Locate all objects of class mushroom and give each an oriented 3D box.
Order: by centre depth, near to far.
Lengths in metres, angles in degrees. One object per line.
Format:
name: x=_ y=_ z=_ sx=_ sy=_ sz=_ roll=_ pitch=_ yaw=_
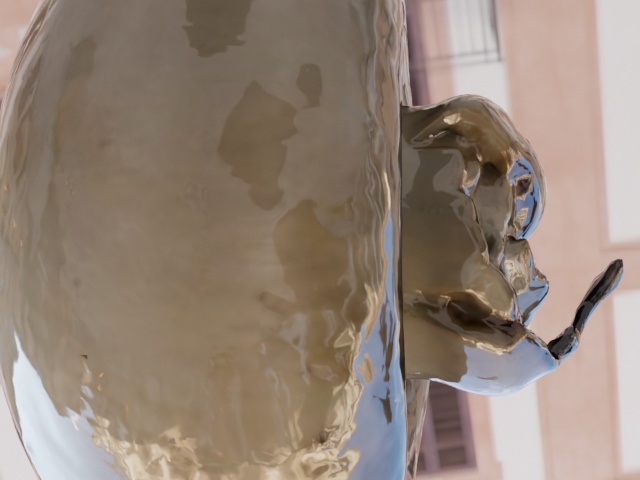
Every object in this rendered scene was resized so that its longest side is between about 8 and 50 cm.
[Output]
mushroom: x=0.000 y=0.000 z=0.769 sx=0.294 sy=0.362 sz=0.362 roll=0 pitch=-141 yaw=7
